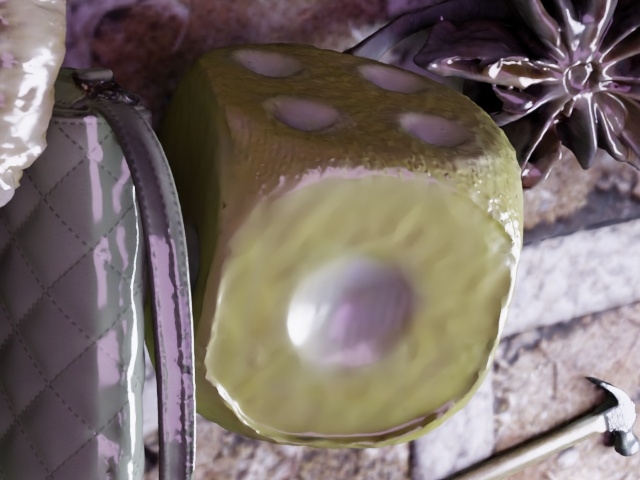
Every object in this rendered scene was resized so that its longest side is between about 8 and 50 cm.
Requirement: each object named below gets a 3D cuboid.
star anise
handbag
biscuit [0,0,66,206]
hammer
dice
[{"bbox_3d":[0.131,-0.113,1.051,0.231,0.089,0.209,22,110,-22],"label":"star anise"},{"bbox_3d":[-0.124,0.040,0.874,0.079,0.219,0.256,-7,105,-31],"label":"handbag"},{"bbox_3d":[-0.205,-0.085,0.819,0.084,0.179,0.281,7,91,-75],"label":"biscuit"},{"bbox_3d":[0.133,0.141,1.166,0.182,0.017,0.062,-20,112,-23],"label":"hammer"},{"bbox_3d":[0.000,0.000,0.942,0.166,0.169,0.169,7,114,-19],"label":"dice"}]
